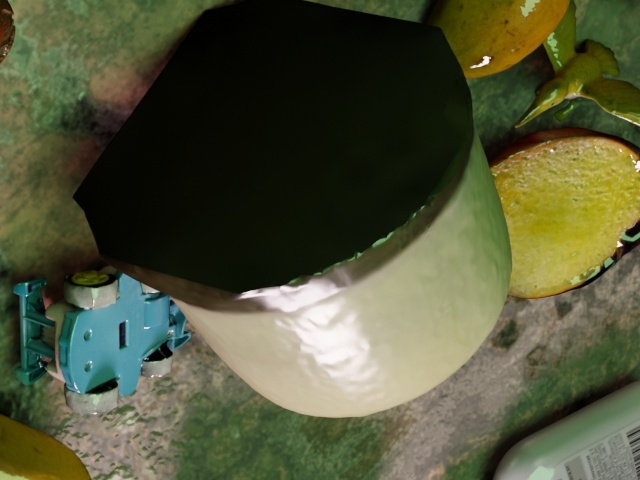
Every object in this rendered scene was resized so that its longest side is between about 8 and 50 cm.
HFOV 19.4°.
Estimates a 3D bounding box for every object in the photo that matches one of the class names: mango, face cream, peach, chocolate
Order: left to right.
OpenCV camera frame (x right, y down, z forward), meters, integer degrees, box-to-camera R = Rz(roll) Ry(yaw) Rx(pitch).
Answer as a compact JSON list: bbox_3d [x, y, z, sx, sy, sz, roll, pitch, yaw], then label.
[{"bbox_3d":[-0.290,0.218,1.660,0.147,0.109,0.227,-29,122,11],"label":"mango"},{"bbox_3d":[0.000,0.000,1.641,0.314,0.326,0.297,-59,150,-30],"label":"chocolate"},{"bbox_3d":[0.170,-0.221,1.759,0.115,0.089,0.165,27,96,8],"label":"mango"},{"bbox_3d":[0.213,-0.033,1.869,0.279,0.068,0.189,3,113,-31],"label":"peach"},{"bbox_3d":[0.253,0.263,1.988,0.291,0.071,0.144,-26,116,-19],"label":"face cream"}]

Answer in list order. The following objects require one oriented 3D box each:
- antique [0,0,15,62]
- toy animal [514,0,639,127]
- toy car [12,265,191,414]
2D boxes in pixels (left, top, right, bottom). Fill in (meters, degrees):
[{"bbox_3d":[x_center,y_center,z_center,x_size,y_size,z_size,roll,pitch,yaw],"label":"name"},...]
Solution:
[{"bbox_3d":[-0.297,-0.175,1.524,0.104,0.104,0.104,-9,111,-25],"label":"antique"},{"bbox_3d":[0.244,-0.145,1.822,0.155,0.095,0.219,-40,83,-10],"label":"toy animal"},{"bbox_3d":[-0.196,0.070,1.682,0.161,0.098,0.126,-28,127,-50],"label":"toy car"}]
